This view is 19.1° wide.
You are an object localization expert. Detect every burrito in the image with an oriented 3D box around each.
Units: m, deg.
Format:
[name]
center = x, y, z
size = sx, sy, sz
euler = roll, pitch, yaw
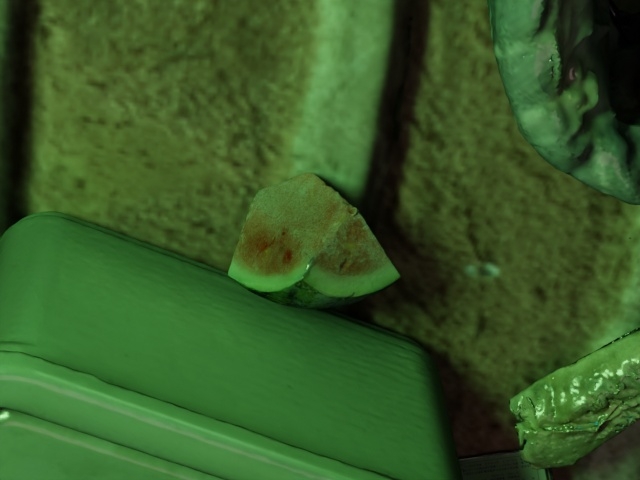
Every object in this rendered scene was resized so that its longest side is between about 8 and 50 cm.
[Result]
[burrito]
center = 0.185, 0.076, 1.096
size = 0.171, 0.042, 0.051
euler = -30, 112, 17

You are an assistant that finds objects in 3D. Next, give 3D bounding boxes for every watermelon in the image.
[watermelon]
center = 0.003, 0.004, 1.027
size = 0.092, 0.084, 0.072
euler = 0, 113, -49

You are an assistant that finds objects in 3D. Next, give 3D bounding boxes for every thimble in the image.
[thimble]
center = 0.178, -0.143, 0.854
size = 0.205, 0.172, 0.236
euler = 11, 123, -6

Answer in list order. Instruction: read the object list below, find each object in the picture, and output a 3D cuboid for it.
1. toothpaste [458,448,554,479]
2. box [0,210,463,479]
[toothpaste]
center = 0.047, 0.168, 1.162
size = 0.196, 0.040, 0.047
euler = -8, 129, 4
[box]
center = -0.066, 0.113, 1.028
size = 0.311, 0.182, 0.175
euler = 21, 124, -16
